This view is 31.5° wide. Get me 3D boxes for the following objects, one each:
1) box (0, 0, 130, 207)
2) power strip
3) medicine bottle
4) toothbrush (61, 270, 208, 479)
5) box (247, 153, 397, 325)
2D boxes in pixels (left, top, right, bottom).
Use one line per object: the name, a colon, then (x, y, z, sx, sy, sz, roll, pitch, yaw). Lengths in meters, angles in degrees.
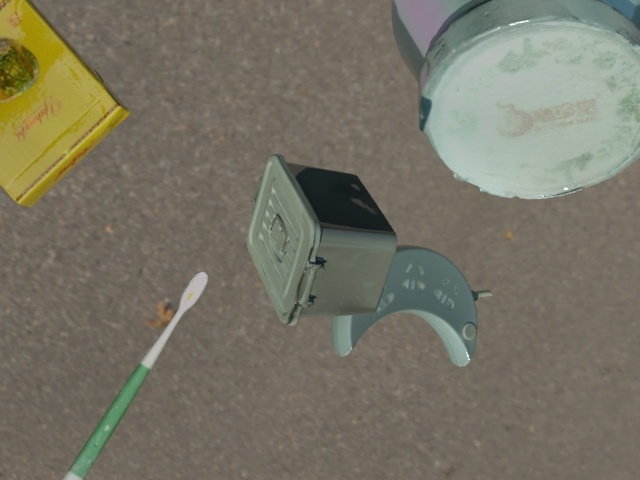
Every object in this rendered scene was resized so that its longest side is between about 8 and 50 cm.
box: (-0.195, -0.105, 0.682, 0.087, 0.023, 0.155, -42, 80, 1)
power strip: (0.112, 0.075, 1.307, 0.216, 0.044, 0.137, 6, 86, -32)
medicine bottle: (0.185, -0.204, 1.009, 0.245, 0.245, 0.290, 41, 34, -34)
toothbrush: (-0.181, 0.139, 1.096, 0.018, 0.024, 0.257, 34, 77, -10)
box: (0.000, 0.000, 0.792, 0.069, 0.122, 0.084, 4, 121, -23)
